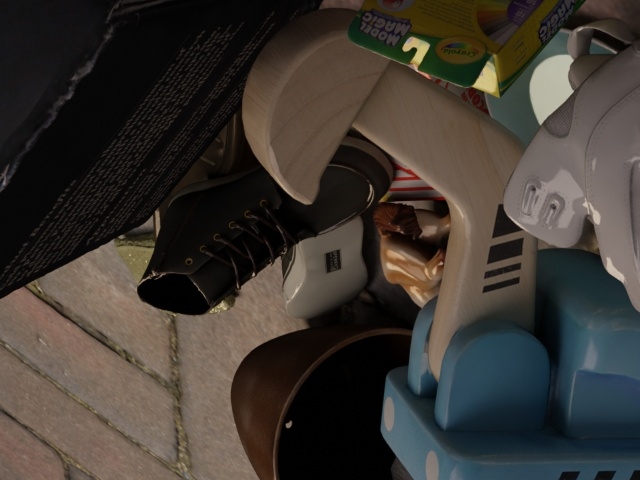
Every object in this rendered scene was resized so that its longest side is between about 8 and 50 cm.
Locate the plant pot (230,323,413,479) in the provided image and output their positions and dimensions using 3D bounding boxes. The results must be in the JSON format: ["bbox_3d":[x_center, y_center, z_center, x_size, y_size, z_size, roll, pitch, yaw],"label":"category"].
[{"bbox_3d":[0.008,0.168,1.753,0.215,0.215,0.230,55,165,-22],"label":"plant pot"}]

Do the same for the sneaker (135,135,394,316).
[{"bbox_3d":[-0.044,-0.004,1.480,0.222,0.118,0.083,-19,123,33],"label":"sneaker"}]

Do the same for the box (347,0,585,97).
[{"bbox_3d":[0.107,-0.159,1.157,0.105,0.179,0.043,26,148,31],"label":"box"}]

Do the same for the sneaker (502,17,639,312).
[{"bbox_3d":[0.237,0.030,1.179,0.210,0.137,0.366,13,108,41],"label":"sneaker"}]

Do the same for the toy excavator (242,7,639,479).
[{"bbox_3d":[0.143,0.063,1.350,0.222,0.432,0.445,-132,46,-68],"label":"toy excavator"}]

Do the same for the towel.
[{"bbox_3d":[-0.156,0.037,1.942,0.148,0.027,0.110,-5,127,55],"label":"towel"}]

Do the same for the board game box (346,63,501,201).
[{"bbox_3d":[0.059,-0.100,1.446,0.193,0.045,0.147,-1,130,53],"label":"board game box"}]

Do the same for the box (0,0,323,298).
[{"bbox_3d":[-0.296,-0.218,1.226,0.480,0.472,0.297,41,108,5],"label":"box"}]

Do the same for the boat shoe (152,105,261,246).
[{"bbox_3d":[-0.084,-0.082,1.606,0.110,0.104,0.307,40,143,25],"label":"boat shoe"}]

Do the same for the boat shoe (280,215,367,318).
[{"bbox_3d":[0.000,0.000,1.649,0.219,0.077,0.070,99,154,-62],"label":"boat shoe"}]

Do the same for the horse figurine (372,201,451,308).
[{"bbox_3d":[0.116,0.040,1.535,0.174,0.066,0.263,11,149,49],"label":"horse figurine"}]

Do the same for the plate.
[{"bbox_3d":[0.199,-0.082,1.312,0.188,0.024,0.188,31,150,20],"label":"plate"}]
